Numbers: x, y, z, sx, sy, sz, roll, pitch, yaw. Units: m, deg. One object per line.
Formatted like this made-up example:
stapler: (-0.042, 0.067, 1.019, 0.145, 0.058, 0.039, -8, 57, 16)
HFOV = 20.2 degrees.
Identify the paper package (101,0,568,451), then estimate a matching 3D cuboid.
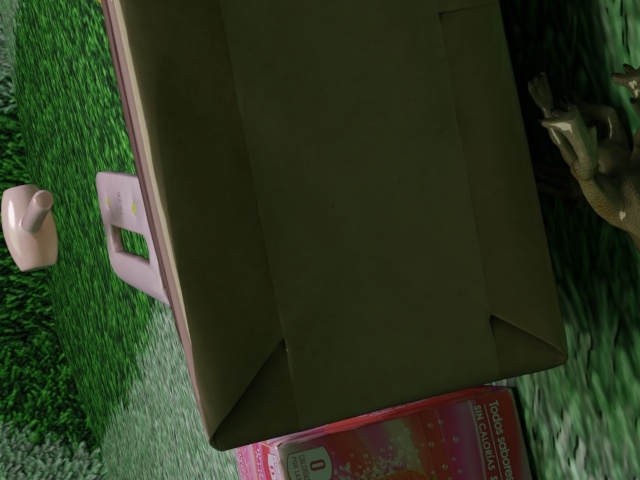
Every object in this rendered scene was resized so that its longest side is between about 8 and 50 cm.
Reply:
paper package: (-0.018, -0.081, 0.910, 0.325, 0.168, 0.309, -135, 32, -80)

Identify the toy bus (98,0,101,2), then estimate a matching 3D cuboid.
toy bus: (-0.133, -0.228, 1.128, 0.220, 0.149, 0.211, 44, -159, -29)

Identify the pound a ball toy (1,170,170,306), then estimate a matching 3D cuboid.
pound a ball toy: (-0.139, 0.006, 1.479, 0.319, 0.208, 0.136, -170, 68, -75)

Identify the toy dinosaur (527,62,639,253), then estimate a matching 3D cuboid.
toy dinosaur: (0.128, -0.022, 0.747, 0.183, 0.053, 0.092, -115, 2, -66)

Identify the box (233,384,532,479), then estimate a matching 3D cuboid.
box: (0.057, 0.242, 1.047, 0.154, 0.142, 0.300, 165, 92, -76)
